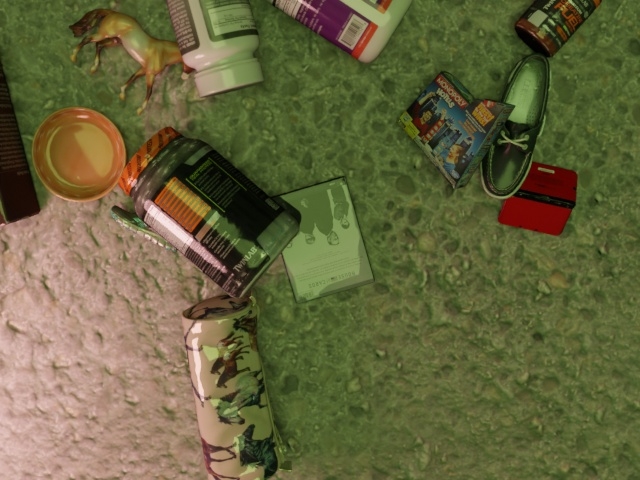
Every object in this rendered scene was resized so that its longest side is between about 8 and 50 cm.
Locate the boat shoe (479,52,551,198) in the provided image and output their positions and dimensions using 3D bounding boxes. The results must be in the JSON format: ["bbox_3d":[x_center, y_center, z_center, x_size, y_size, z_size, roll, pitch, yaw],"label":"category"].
[{"bbox_3d":[0.398,-0.236,1.672,0.114,0.091,0.303,11,90,8],"label":"boat shoe"}]

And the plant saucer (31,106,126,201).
[{"bbox_3d":[-0.506,-0.182,1.724,0.199,0.037,0.200,0,100,0],"label":"plant saucer"}]

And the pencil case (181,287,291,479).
[{"bbox_3d":[-0.181,0.314,1.741,0.183,0.160,0.411,-10,99,-8],"label":"pencil case"}]

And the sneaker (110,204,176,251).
[{"bbox_3d":[-0.365,-0.041,1.743,0.166,0.065,0.076,28,81,-8],"label":"sneaker"}]

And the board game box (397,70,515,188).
[{"bbox_3d":[0.287,-0.242,1.659,0.194,0.060,0.194,-46,72,30],"label":"board game box"}]

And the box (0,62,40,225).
[{"bbox_3d":[-0.703,-0.214,1.643,0.143,0.191,0.382,-14,98,2],"label":"box"}]

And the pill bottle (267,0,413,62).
[{"bbox_3d":[0.013,-0.503,1.604,0.322,0.181,0.182,32,97,-5],"label":"pill bottle"}]

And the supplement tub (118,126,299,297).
[{"bbox_3d":[-0.227,-0.061,1.650,0.338,0.207,0.207,41,97,0],"label":"supplement tub"}]

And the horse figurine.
[{"bbox_3d":[-0.394,-0.389,1.678,0.263,0.066,0.174,39,98,-6],"label":"horse figurine"}]

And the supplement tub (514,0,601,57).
[{"bbox_3d":[0.493,-0.475,1.648,0.106,0.106,0.198,40,97,-6],"label":"supplement tub"}]

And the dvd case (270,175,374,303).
[{"bbox_3d":[0.000,0.000,1.758,0.179,0.029,0.239,-16,99,2],"label":"dvd case"}]

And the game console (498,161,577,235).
[{"bbox_3d":[0.466,-0.093,1.753,0.143,0.085,0.124,12,68,-3],"label":"game console"}]

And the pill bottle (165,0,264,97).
[{"bbox_3d":[-0.214,-0.438,1.622,0.161,0.161,0.283,-15,98,2],"label":"pill bottle"}]
